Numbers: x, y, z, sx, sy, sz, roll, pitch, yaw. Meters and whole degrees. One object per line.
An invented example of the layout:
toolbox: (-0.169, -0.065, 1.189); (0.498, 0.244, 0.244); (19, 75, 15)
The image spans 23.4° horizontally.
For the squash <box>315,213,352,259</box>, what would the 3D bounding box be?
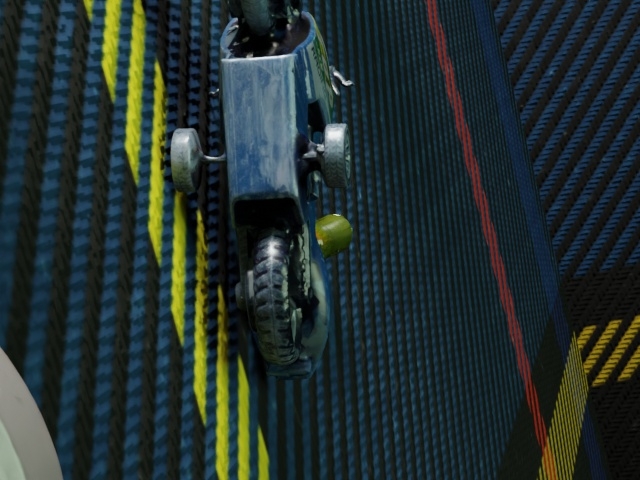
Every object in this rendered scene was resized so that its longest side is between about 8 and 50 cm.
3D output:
squash: (0.000, 0.000, 1.020); (0.083, 0.027, 0.027); (-23, 100, -74)

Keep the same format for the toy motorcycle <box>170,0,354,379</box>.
toy motorcycle: (-0.025, -0.050, 0.858); (0.135, 0.092, 0.254); (38, 48, -82)

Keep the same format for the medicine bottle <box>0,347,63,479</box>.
medicine bottle: (-0.138, 0.081, 0.219); (0.249, 0.133, 0.133); (-43, 119, -72)
